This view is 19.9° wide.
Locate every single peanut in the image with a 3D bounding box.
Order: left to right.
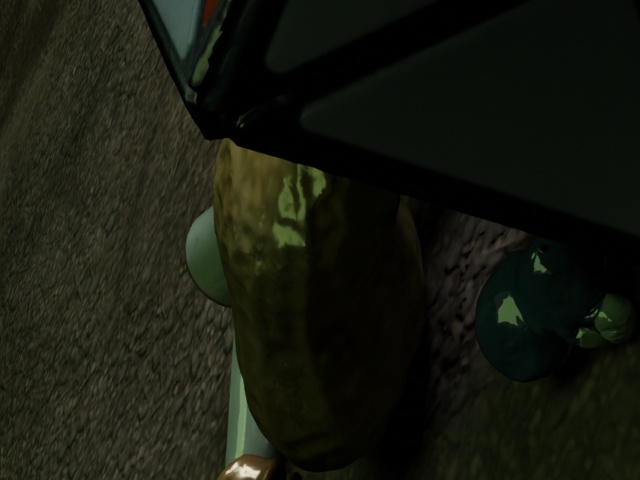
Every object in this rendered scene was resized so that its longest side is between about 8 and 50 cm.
[{"bbox_3d":[0.000,0.000,0.962,0.196,0.110,0.233,-92,-6,-56],"label":"peanut"}]

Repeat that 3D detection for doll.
[{"bbox_3d":[0.103,0.023,0.823,0.083,0.050,0.076,-51,24,47],"label":"doll"}]

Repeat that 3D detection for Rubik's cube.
[{"bbox_3d":[0.081,-0.154,0.749,0.250,0.248,0.246,-66,20,17],"label":"Rubik's cube"}]

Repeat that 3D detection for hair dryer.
[{"bbox_3d":[-0.037,0.066,1.117,0.131,0.073,0.236,-35,44,56],"label":"hair dryer"}]

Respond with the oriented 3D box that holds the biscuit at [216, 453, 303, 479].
[{"bbox_3d":[-0.066,0.249,0.922,0.202,0.044,0.288,37,-115,-76],"label":"biscuit"}]
